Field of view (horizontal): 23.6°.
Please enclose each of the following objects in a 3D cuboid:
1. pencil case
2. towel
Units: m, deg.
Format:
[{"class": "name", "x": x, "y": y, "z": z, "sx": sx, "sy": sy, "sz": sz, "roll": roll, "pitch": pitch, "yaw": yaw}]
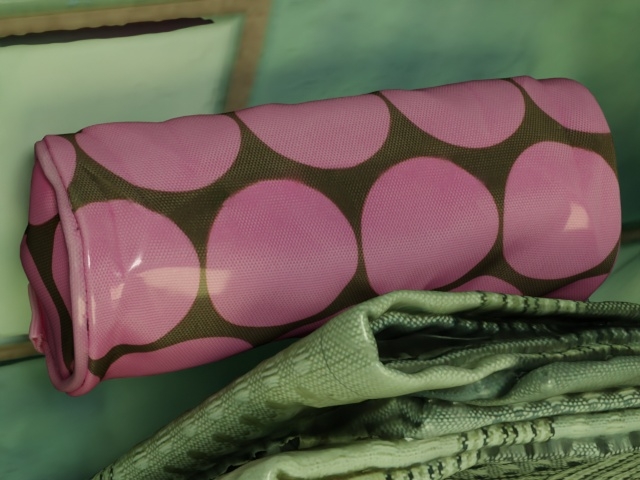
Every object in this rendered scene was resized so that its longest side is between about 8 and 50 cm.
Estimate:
[{"class": "pencil case", "x": 0.000, "y": 0.000, "z": 0.523, "sx": 0.209, "sy": 0.095, "sz": 0.098, "roll": -6, "pitch": 164, "yaw": -26}, {"class": "towel", "x": 0.047, "y": 0.100, "z": 0.610, "sx": 0.312, "sy": 0.056, "sz": 0.324, "roll": 2, "pitch": 155, "yaw": -36}]
